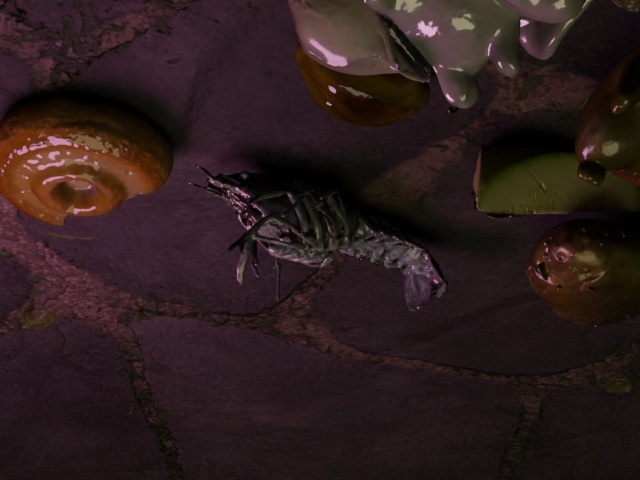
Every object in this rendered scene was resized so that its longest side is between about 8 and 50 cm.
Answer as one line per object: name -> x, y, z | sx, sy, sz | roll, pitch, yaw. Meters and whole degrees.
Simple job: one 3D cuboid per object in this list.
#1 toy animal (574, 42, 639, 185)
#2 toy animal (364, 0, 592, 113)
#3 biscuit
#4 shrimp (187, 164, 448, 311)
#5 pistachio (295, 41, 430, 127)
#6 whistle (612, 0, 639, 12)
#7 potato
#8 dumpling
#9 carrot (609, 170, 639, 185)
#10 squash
toy animal -> 0.442, -0.195, 1.858 | 0.181, 0.180, 0.363 | 17, 144, -11
toy animal -> 0.207, -0.295, 1.769 | 0.289, 0.174, 0.249 | -6, 132, 21
biscuit -> -0.365, -0.112, 2.217 | 0.274, 0.091, 0.213 | -19, 140, 37
shrimp -> -0.003, -0.004, 2.262 | 0.411, 0.166, 0.221 | 11, 146, -28
pistachio -> 0.049, -0.198, 1.999 | 0.189, 0.100, 0.110 | 21, 140, -21
whistle -> 0.407, -0.378, 1.701 | 0.068, 0.057, 0.326 | 34, 143, 5
potato -> 0.395, 0.045, 2.211 | 0.192, 0.141, 0.296 | -9, 161, 21
dumpling -> 0.043, -0.262, 1.875 | 0.216, 0.126, 0.166 | 9, -177, 26
carrot -> 0.487, -0.086, 2.126 | 0.248, 0.059, 0.059 | 19, 145, -21
squash -> 0.339, -0.077, 2.117 | 0.252, 0.169, 0.093 | 6, 101, 3
